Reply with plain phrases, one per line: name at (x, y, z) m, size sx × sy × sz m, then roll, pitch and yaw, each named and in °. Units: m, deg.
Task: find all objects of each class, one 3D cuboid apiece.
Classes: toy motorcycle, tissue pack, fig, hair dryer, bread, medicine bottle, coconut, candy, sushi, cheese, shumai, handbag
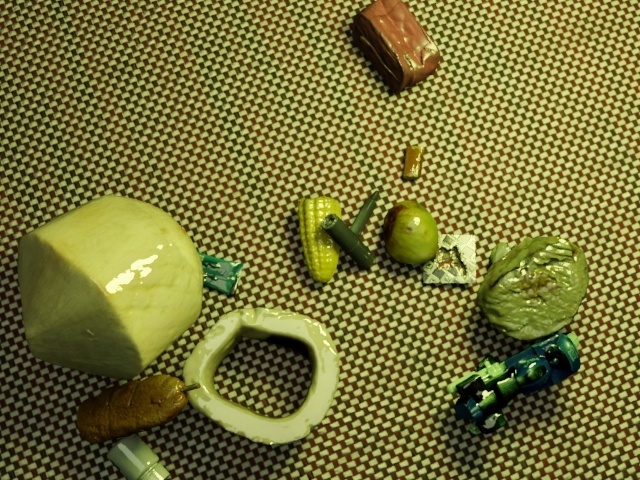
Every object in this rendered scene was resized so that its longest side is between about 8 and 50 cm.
toy motorcycle at (0.443, 0.294, 1.863) m, size 0.331 × 0.196 × 0.125 m, roll -30°, pitch 89°, yaw -12°
tissue pack at (-0.256, 0.076, 1.988) m, size 0.138 × 0.028 × 0.085 m, roll 15°, pitch 76°, yaw -1°
fig at (0.206, -0.017, 1.968) m, size 0.120 × 0.136 × 0.153 m, roll -15°, pitch 89°, yaw -22°
hair dryer at (0.086, -0.060, 1.980) m, size 0.050 × 0.173 × 0.195 m, roll -4°, pitch 55°, yaw 36°
bread at (-0.386, 0.358, 1.817) m, size 0.344 × 0.084 × 0.124 m, roll -20°, pitch 60°, yaw 27°
medicine bottle at (-0.398, 0.490, 1.858) m, size 0.130 × 0.080 × 0.080 m, roll 44°, pitch 80°, yaw 8°
coconut at (-0.465, 0.103, 1.816) m, size 0.415 × 0.345 × 0.416 m, roll 6°, pitch 50°, yaw -7°
candy at (0.000, 0.000, 1.979) m, size 0.106 × 0.094 × 0.199 m, roll 0°, pitch 85°, yaw -23°
sushi at (0.303, 0.046, 2.010) m, size 0.125 × 0.026 × 0.120 m, roll 0°, pitch 76°, yaw 6°
cheese at (-0.129, 0.294, 1.876) m, size 0.332 × 0.153 × 0.293 m, roll 15°, pitch 77°, yaw 1°
bread at (0.226, -0.189, 2.057) m, size 0.046 × 0.036 × 0.083 m, roll 8°, pitch 75°, yaw 4°
shumai at (0.471, 0.098, 1.917) m, size 0.255 × 0.218 × 0.189 m, roll -33°, pitch 101°, yaw 2°
handbag at (0.181, -0.478, 2.070) m, size 0.135 × 0.146 × 0.225 m, roll -31°, pitch 79°, yaw -14°
